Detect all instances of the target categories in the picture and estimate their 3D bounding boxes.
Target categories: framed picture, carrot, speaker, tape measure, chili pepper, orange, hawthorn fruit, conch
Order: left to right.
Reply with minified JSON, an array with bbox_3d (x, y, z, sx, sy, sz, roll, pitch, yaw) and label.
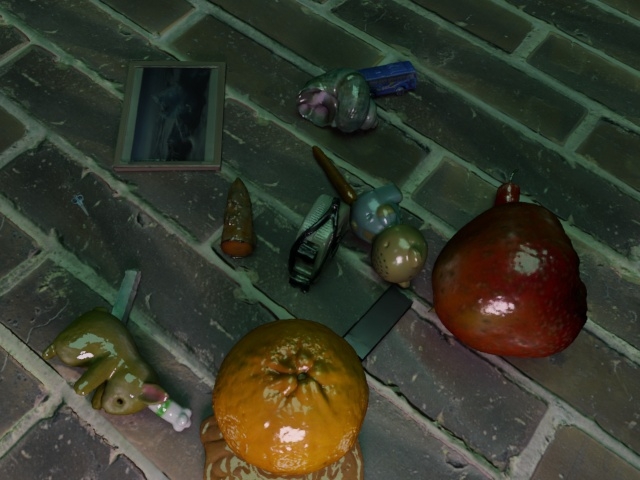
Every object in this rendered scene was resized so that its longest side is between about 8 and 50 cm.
[{"bbox_3d":[-0.472,-0.411,1.815,0.326,0.028,0.446,-1,62,-4],"label":"framed picture"},{"bbox_3d":[-0.238,-0.078,1.624,0.102,0.102,0.263,-1,56,-4],"label":"carrot"},{"bbox_3d":[-0.061,0.329,1.226,0.341,0.293,0.340,3,56,-5],"label":"orange"},{"bbox_3d":[0.000,0.000,1.526,0.115,0.207,0.235,27,61,8],"label":"tape measure"},{"bbox_3d":[0.039,-0.203,1.728,0.043,0.043,0.247,-26,64,-16],"label":"carrot"},{"bbox_3d":[0.070,-0.433,1.782,0.277,0.220,0.195,22,34,-17],"label":"conch"},{"bbox_3d":[0.149,0.218,1.505,0.082,0.044,0.218,39,66,16],"label":"speaker"},{"bbox_3d":[0.451,0.117,1.413,0.403,0.402,0.402,1,62,-3],"label":"hawthorn fruit"},{"bbox_3d":[0.547,-0.095,1.684,0.071,0.063,0.272,20,74,9],"label":"chili pepper"}]

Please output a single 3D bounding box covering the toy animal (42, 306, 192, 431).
[{"bbox_3d":[-0.476,0.331,1.327,0.180,0.181,0.363,-39,75,-17],"label":"toy animal"}]

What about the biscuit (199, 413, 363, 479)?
[{"bbox_3d":[-0.092,0.498,1.333,0.365,0.062,0.385,-34,69,-18],"label":"biscuit"}]

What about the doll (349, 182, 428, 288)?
[{"bbox_3d":[0.191,-0.007,1.554,0.162,0.177,0.260,-19,63,-21],"label":"doll"}]

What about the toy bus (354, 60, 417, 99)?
[{"bbox_3d":[0.206,-0.531,1.880,0.237,0.094,0.079,-14,64,-10],"label":"toy bus"}]

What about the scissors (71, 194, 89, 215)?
[{"bbox_3d":[-0.695,-0.100,1.648,0.036,0.006,0.083,-33,68,-21],"label":"scissors"}]

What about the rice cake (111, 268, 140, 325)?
[{"bbox_3d":[-0.522,0.171,1.498,0.043,0.034,0.210,5,62,9],"label":"rice cake"}]
